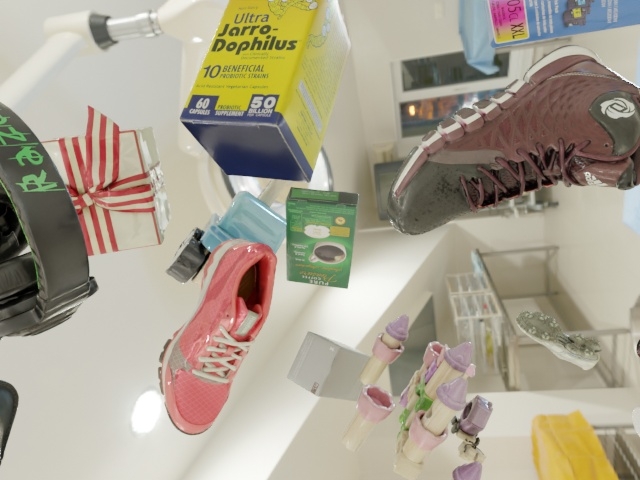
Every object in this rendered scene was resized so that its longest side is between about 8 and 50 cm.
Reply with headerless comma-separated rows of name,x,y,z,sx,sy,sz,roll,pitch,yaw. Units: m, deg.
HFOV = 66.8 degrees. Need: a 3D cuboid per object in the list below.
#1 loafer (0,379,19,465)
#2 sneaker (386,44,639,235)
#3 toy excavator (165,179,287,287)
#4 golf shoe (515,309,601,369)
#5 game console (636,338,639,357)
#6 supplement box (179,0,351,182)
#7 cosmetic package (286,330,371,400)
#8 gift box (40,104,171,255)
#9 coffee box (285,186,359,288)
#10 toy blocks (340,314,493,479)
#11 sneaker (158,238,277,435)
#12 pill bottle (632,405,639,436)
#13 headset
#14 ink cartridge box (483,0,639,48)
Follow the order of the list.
loafer,-0.370,0.243,0.510,0.223,0.078,0.076,-96,-15,-53
sneaker,0.210,-0.075,0.484,0.106,0.281,0.162,47,-176,-47
toy excavator,-0.172,-0.066,1.305,0.222,0.445,0.433,38,-177,-16
golf shoe,0.498,0.219,1.037,0.069,0.176,0.086,-38,-43,-23
game console,0.353,0.072,0.450,0.085,0.144,0.124,43,-175,15
supplement box,-0.089,-0.318,0.944,0.195,0.194,0.356,56,-135,-61
cosmetic package,0.033,0.314,1.193,0.238,0.107,0.127,39,-105,-54
gift box,-0.454,-0.118,0.965,0.258,0.255,0.276,-123,20,-70
coffee box,0.000,0.000,0.798,0.040,0.113,0.184,-79,-7,-48
toy blocks,0.243,0.297,0.960,0.260,0.309,0.288,-63,-5,19
sneaker,-0.149,0.137,0.735,0.116,0.136,0.313,25,-108,-31
pill bottle,0.926,0.425,1.193,0.152,0.272,0.152,165,90,-84
headset,-0.392,0.026,0.555,0.185,0.243,0.394,-33,-14,-45
ink cartridge box,0.489,-0.487,0.789,0.151,0.396,0.270,53,-132,-49
